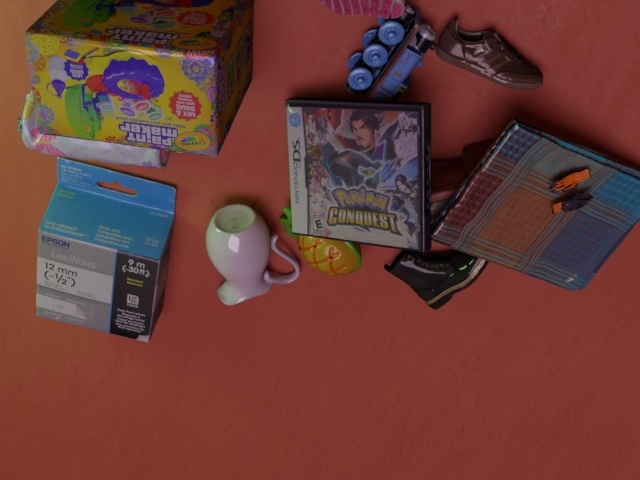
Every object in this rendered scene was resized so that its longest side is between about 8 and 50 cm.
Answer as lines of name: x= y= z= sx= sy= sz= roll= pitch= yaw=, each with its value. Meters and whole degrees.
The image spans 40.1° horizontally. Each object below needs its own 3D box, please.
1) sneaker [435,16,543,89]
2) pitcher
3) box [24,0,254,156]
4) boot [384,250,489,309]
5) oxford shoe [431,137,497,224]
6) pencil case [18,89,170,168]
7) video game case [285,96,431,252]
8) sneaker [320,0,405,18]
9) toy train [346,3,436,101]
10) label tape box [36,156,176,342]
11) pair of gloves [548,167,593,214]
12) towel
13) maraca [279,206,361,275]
sneaker: x=0.287 y=-0.307 z=1.445 sx=0.188 sy=0.066 sz=0.071 roll=17 pitch=126 yaw=-4
pitcher: x=-0.132 y=0.024 z=1.738 sx=0.177 sy=0.125 sz=0.207 roll=-12 pitch=136 yaw=-7
box: x=-0.276 y=-0.292 z=1.419 sx=0.290 sy=0.279 sz=0.177 roll=8 pitch=127 yaw=3
boot: x=0.229 y=0.040 z=1.708 sx=0.137 sy=0.077 sz=0.198 roll=35 pitch=123 yaw=-10
oxford shoe: x=0.207 y=-0.061 z=1.595 sx=0.397 sy=0.140 sz=0.146 roll=-13 pitch=126 yaw=19
pencil case: x=-0.404 y=-0.207 z=1.607 sx=0.273 sy=0.113 sz=0.124 roll=10 pitch=107 yaw=3
video game case: x=0.062 y=-0.117 z=1.512 sx=0.275 sy=0.035 sz=0.248 roll=8 pitch=109 yaw=33
sneaker: x=0.069 y=-0.407 z=1.416 sx=0.170 sy=0.075 sz=0.063 roll=18 pitch=146 yaw=25
toy train: x=0.118 y=-0.307 z=1.469 sx=0.105 sy=0.080 sz=0.184 roll=24 pitch=127 yaw=-18
label tape box: x=-0.439 y=0.027 z=1.784 sx=0.249 sy=0.115 sz=0.348 roll=14 pitch=128 yaw=-1
pair of gloves: x=0.426 y=-0.081 z=1.489 sx=0.074 sy=0.010 sz=0.083 roll=-20 pitch=132 yaw=1
towel: x=0.401 y=-0.049 z=1.539 sx=0.370 sy=0.040 sz=0.271 roll=17 pitch=122 yaw=-28
maraca: x=0.000 y=0.000 z=1.700 sx=0.185 sy=0.099 sz=0.127 roll=35 pitch=146 yaw=5
